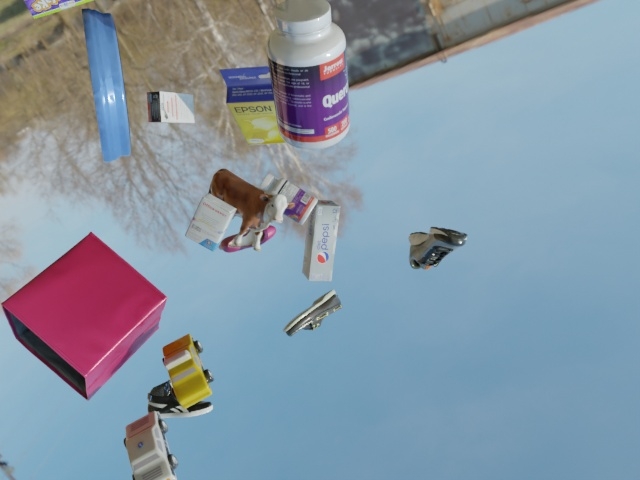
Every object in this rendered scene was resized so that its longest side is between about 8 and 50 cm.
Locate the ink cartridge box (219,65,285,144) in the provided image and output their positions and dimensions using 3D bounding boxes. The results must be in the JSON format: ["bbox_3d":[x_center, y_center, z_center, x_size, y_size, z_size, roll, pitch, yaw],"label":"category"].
[{"bbox_3d":[-0.118,-0.401,1.851,0.304,0.307,0.072,0,-113,13],"label":"ink cartridge box"}]

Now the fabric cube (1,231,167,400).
[{"bbox_3d":[-0.565,0.188,1.492,0.258,0.254,0.259,-49,177,-32],"label":"fabric cube"}]

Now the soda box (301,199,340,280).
[{"bbox_3d":[0.000,0.000,2.227,0.091,0.286,0.098,1,-163,-18],"label":"soda box"}]

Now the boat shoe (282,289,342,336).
[{"bbox_3d":[-0.018,0.231,1.857,0.228,0.068,0.081,-35,-178,-38],"label":"boat shoe"}]

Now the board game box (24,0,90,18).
[{"bbox_3d":[-0.735,-0.825,1.809,0.347,0.233,0.078,-21,-124,-7],"label":"board game box"}]

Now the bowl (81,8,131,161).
[{"bbox_3d":[-0.562,-0.403,1.618,0.077,0.391,0.391,-8,-162,-18],"label":"bowl"}]

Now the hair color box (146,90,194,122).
[{"bbox_3d":[-0.463,-0.411,1.904,0.053,0.093,0.167,3,-170,23],"label":"hair color box"}]

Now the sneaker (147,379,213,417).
[{"bbox_3d":[-0.471,0.521,2.036,0.217,0.121,0.079,-6,178,-1],"label":"sneaker"}]

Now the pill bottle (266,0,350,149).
[{"bbox_3d":[-0.027,-0.385,1.431,0.182,0.323,0.181,-3,-134,3],"label":"pill bottle"}]

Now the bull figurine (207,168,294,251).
[{"bbox_3d":[-0.209,-0.087,1.720,0.310,0.101,0.188,33,-73,35],"label":"bull figurine"}]

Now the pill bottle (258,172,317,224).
[{"bbox_3d":[-0.116,-0.147,2.107,0.108,0.193,0.108,-57,-178,3],"label":"pill bottle"}]

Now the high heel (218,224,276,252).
[{"bbox_3d":[-0.266,-0.011,2.330,0.244,0.082,0.117,-12,-176,-24],"label":"high heel"}]

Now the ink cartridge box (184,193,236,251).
[{"bbox_3d":[-0.285,-0.048,1.598,0.122,0.089,0.052,-61,180,22],"label":"ink cartridge box"}]

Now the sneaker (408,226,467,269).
[{"bbox_3d":[0.321,0.025,1.692,0.271,0.100,0.108,149,-47,-74],"label":"sneaker"}]

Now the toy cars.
[{"bbox_3d":[-0.366,0.388,1.443,0.177,0.087,0.393,5,-124,22],"label":"toy cars"}]
